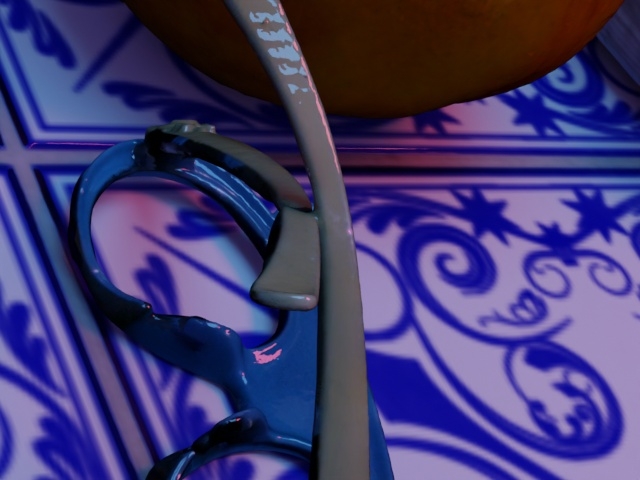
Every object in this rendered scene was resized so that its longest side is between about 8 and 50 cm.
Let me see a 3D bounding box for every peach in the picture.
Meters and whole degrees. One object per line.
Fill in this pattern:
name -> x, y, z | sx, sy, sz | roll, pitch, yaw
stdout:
peach -> 0.024, -0.187, 0.790 | 0.281, 0.281, 0.238 | 41, 39, 11

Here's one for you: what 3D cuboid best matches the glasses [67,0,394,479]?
glasses -> -0.036, 0.012, 0.642 | 0.102, 0.207, 0.239 | -19, 50, -1

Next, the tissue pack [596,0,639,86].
tissue pack -> 0.244, -0.196, 1.002 | 0.266, 0.194, 0.356 | -13, 57, -43
